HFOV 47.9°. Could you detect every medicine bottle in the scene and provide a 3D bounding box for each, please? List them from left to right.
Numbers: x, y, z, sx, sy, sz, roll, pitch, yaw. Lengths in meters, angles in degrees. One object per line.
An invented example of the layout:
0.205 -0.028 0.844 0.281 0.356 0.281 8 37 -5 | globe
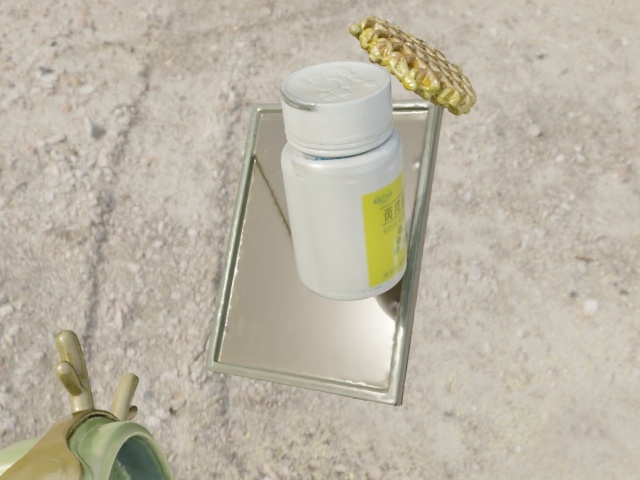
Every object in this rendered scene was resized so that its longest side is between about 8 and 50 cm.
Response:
0.027 -0.067 0.846 0.144 0.258 0.143 -6 34 4 | medicine bottle

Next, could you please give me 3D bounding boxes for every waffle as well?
0.122 -0.222 0.908 0.191 0.038 0.191 28 26 -15 | waffle

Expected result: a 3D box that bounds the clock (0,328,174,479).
-0.153 0.221 0.467 0.096 0.235 0.307 -10 63 3 | clock

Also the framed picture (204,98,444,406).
0.000 0.000 1.089 0.326 0.028 0.445 5 80 27 | framed picture
